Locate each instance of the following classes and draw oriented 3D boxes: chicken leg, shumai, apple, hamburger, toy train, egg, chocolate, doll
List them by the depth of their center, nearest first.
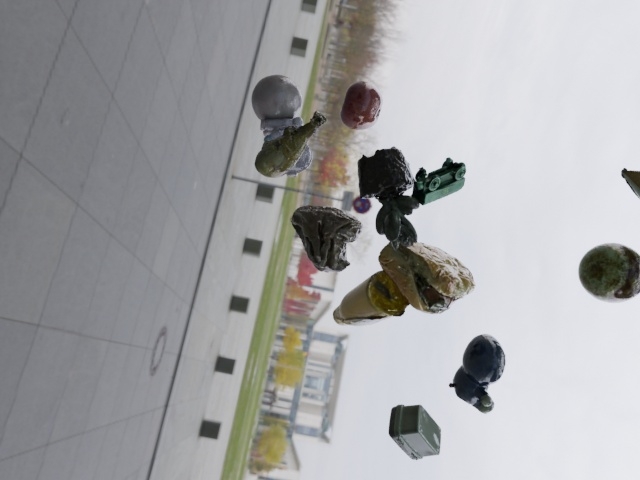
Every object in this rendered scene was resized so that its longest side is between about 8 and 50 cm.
[{"bbox_3d":[-0.064,-0.204,1.119,0.178,0.093,0.070,-41,152,12],"label":"chicken leg"},{"bbox_3d":[0.319,-0.157,1.442,0.070,0.172,0.099,45,-32,41],"label":"toy train"},{"bbox_3d":[-0.099,-0.312,1.495,0.151,0.151,0.287,112,-37,-77],"label":"doll"},{"bbox_3d":[0.334,0.129,1.624,0.162,0.330,0.209,-50,-144,22],"label":"hamburger"},{"bbox_3d":[0.002,-0.001,1.630,0.184,0.218,0.185,112,-3,-58],"label":"shumai"},{"bbox_3d":[0.129,-0.416,1.675,0.153,0.120,0.153,21,90,-87],"label":"apple"},{"bbox_3d":[0.547,0.441,1.842,0.228,0.154,0.258,-90,-161,-63],"label":"doll"},{"bbox_3d":[0.162,0.236,1.914,0.445,0.162,0.162,134,-30,-63],"label":"chocolate"},{"bbox_3d":[1.166,0.131,2.130,0.238,0.290,0.238,-38,-134,53],"label":"egg"}]

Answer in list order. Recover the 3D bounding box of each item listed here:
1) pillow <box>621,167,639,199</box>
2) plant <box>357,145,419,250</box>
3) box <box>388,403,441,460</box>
[{"bbox_3d":[1.140,-0.111,1.676,0.312,0.310,0.119,-98,-158,-46],"label":"pillow"},{"bbox_3d":[0.196,-0.111,1.453,0.149,0.146,0.274,-26,-110,38],"label":"plant"},{"bbox_3d":[0.354,0.713,2.007,0.210,0.129,0.148,52,35,-29],"label":"box"}]
